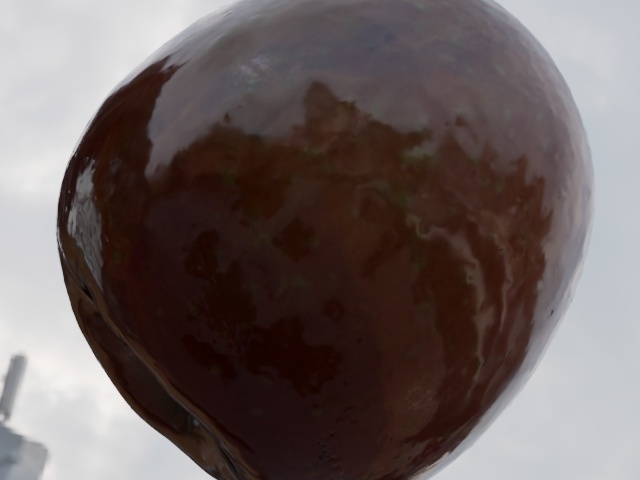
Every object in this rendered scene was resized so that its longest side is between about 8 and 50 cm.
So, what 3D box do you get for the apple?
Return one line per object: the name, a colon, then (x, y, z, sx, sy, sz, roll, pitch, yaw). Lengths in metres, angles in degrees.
apple: (0.000, 0.000, 0.496, 0.181, 0.168, 0.181, 39, -26, 23)
